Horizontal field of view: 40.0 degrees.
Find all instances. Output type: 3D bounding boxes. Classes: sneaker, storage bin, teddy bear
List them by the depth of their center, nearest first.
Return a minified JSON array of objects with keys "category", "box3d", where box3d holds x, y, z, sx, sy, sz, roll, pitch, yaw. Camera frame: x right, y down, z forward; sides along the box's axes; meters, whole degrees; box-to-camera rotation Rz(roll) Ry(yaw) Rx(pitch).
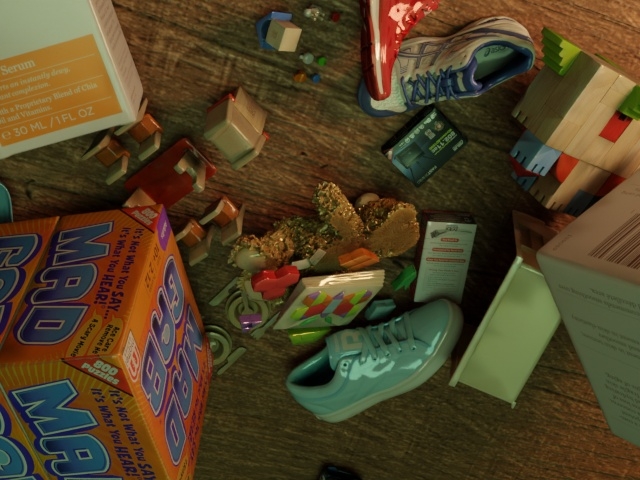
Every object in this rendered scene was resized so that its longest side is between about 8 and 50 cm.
[{"category":"sneaker","box3d":[0.130,-0.333,1.380,0.128,0.087,0.221,-4,99,-9]},{"category":"sneaker","box3d":[0.200,-0.274,1.418,0.296,0.131,0.112,-24,119,7]},{"category":"teddy bear","box3d":[0.000,0.000,1.526,0.338,0.113,0.245,-31,136,5]},{"category":"storage bin","box3d":[0.341,0.113,1.564,0.123,0.260,0.262,23,113,1]},{"category":"sneaker","box3d":[0.090,0.212,1.619,0.366,0.135,0.150,-38,130,19]},{"category":"sneaker","box3d":[-0.014,0.529,1.834,0.216,0.079,0.121,-8,114,-12]}]

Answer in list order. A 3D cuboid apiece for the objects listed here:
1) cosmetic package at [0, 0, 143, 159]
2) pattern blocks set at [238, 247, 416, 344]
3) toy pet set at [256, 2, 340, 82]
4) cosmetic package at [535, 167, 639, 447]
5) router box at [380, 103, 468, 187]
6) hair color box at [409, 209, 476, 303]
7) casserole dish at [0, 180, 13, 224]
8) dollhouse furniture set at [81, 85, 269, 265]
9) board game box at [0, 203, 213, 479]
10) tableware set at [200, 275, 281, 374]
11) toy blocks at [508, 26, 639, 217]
[{"category":"cosmetic package","box3d":[-0.442,-0.371,1.273,0.230,0.161,0.453,-16,117,1]},{"category":"pattern blocks set","box3d":[0.014,0.107,1.544,0.324,0.026,0.285,-10,149,-22]},{"category":"toy pet set","box3d":[-0.045,-0.324,1.415,0.114,0.065,0.122,-7,128,-43]},{"category":"cosmetic package","box3d":[0.598,0.113,1.316,0.327,0.329,0.394,-36,116,-17]},{"category":"router box","box3d":[0.179,-0.164,1.521,0.122,0.038,0.092,-43,114,14]},{"category":"hair color box","box3d":[0.224,0.031,1.618,0.093,0.053,0.167,4,118,-7]},{"category":"casserole dish","box3d":[-0.579,-0.033,1.497,0.114,0.037,0.188,2,117,-8]},{"category":"dollhouse furniture set","box3d":[-0.212,-0.132,1.463,0.259,0.135,0.262,-32,116,22]},{"category":"board game box","box3d":[-0.403,0.203,1.407,0.356,0.356,0.357,-7,126,7]},{"category":"tableware set","box3d":[-0.173,0.168,1.647,0.128,0.039,0.194,40,106,-23]},{"category":"toy blocks","box3d":[0.437,-0.159,1.462,0.381,0.191,0.261,14,119,-39]}]
